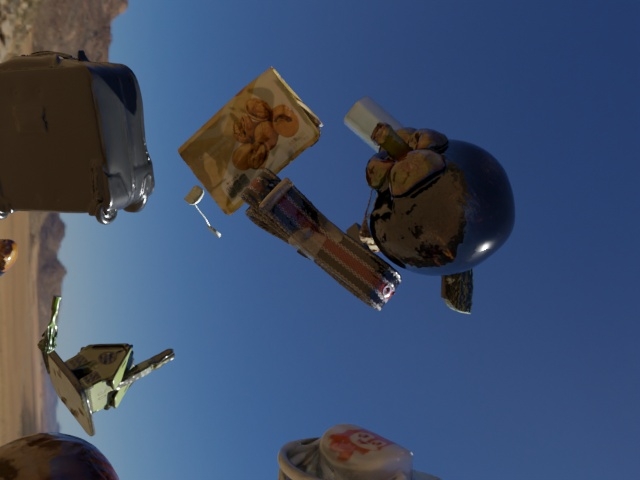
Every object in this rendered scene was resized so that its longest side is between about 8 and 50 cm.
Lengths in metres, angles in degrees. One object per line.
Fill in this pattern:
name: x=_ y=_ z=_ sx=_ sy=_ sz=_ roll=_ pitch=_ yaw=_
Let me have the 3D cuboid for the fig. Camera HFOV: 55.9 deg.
fig: x=-0.336 y=0.351 z=0.708 sx=0.235 sy=0.214 sz=0.235 roll=5 pitch=-80 yaw=26

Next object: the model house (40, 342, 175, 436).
model house: x=-0.539 y=0.325 z=1.570 sx=0.218 sy=0.279 sz=0.204 roll=34 pitch=-45 yaw=30

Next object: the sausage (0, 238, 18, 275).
sausage: x=-0.879 y=0.069 z=1.531 sx=0.302 sy=0.076 sz=0.102 roll=-12 pitch=-90 yaw=27

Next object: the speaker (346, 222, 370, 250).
speaker: x=0.121 y=0.031 z=1.743 sx=0.046 sy=0.040 sz=0.191 roll=-40 pitch=-140 yaw=24

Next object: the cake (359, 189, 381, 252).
cake: x=0.205 y=-0.091 z=1.673 sx=0.135 sy=0.112 sz=0.246 roll=5 pitch=-113 yaw=26

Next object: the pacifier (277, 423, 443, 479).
pacifier: x=0.056 y=0.423 z=0.939 sx=0.299 sy=0.244 sz=0.233 roll=6 pitch=-80 yaw=53

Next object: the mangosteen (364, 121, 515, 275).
mangosteen: x=0.187 y=-0.085 z=1.062 sx=0.302 sy=0.275 sz=0.275 roll=50 pitch=-14 yaw=-23

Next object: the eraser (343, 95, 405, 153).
eraser: x=0.203 y=-0.257 z=1.608 sx=0.104 sy=0.290 sz=0.189 roll=-49 pitch=179 yaw=22

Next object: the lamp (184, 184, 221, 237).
lamp: x=-0.330 y=-0.078 z=1.751 sx=0.050 sy=0.056 sz=0.198 roll=28 pitch=-21 yaw=30

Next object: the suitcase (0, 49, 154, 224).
suitcase: x=-0.530 y=-0.211 z=1.232 sx=0.345 sy=0.188 sz=0.339 roll=4 pitch=-71 yaw=23

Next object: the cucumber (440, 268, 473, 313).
cucumber: x=0.308 y=0.043 z=1.352 sx=0.074 sy=0.075 sz=0.241 roll=161 pitch=-65 yaw=-64

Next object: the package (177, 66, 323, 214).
package: x=-0.155 y=-0.236 z=1.485 sx=0.311 sy=0.165 sz=0.221 roll=-40 pitch=-96 yaw=13

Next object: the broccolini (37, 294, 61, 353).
broccolini: x=-0.558 y=0.171 z=1.244 sx=0.035 sy=0.030 sz=0.139 roll=25 pitch=-69 yaw=22

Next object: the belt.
belt: x=0.000 y=0.000 z=1.203 sx=0.359 sy=0.094 sz=0.126 roll=39 pitch=-18 yaw=6
